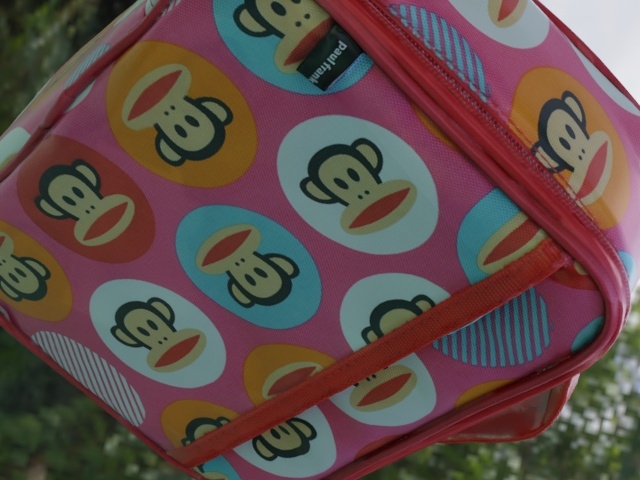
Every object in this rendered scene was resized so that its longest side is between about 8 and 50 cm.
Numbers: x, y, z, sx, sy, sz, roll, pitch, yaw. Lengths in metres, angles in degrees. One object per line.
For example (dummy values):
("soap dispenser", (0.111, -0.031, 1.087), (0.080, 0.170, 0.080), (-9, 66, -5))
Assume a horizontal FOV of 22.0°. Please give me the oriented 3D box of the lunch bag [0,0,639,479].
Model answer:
("lunch bag", (0.000, 0.000, 0.712), (0.293, 0.258, 0.120), (-34, -162, 46))
